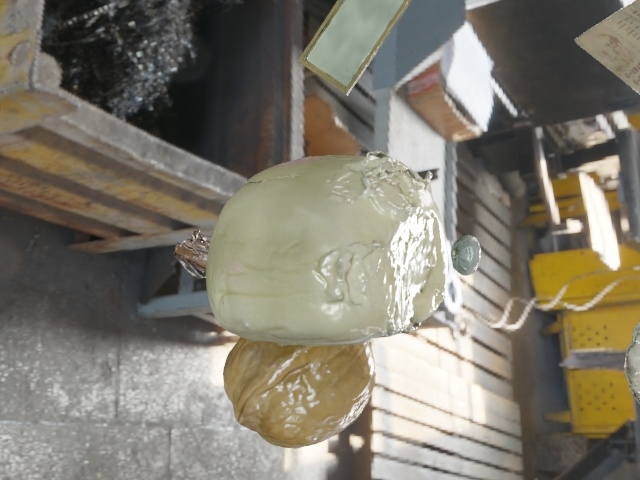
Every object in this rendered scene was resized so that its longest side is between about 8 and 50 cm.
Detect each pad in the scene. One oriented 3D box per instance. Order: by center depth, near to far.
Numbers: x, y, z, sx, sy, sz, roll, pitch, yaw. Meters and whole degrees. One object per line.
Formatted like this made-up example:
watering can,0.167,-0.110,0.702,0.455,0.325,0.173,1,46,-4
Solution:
pad,0.455,-0.256,1.093,0.159,0.009,0.265,44,50,15

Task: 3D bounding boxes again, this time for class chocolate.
chocolate,-0.190,0.029,1.499,0.065,0.102,0.329,-62,177,2

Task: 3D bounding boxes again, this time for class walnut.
walnut,-0.044,0.280,1.718,0.277,0.313,0.252,56,-8,-5

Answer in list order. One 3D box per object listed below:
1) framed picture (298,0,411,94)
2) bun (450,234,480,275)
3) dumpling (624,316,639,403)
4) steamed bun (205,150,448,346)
framed picture,0.059,-0.372,1.472,0.201,0.136,0.010,-56,148,10
bun,0.274,0.028,1.575,0.083,0.045,0.083,-179,-90,-80
dumpling,0.391,0.074,0.798,0.172,0.247,0.142,32,27,-27
steamed bun,0.000,0.000,1.121,0.334,0.311,0.233,-22,110,-66
